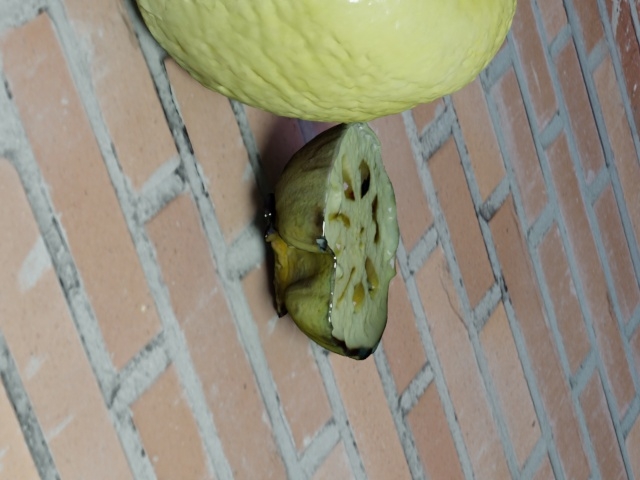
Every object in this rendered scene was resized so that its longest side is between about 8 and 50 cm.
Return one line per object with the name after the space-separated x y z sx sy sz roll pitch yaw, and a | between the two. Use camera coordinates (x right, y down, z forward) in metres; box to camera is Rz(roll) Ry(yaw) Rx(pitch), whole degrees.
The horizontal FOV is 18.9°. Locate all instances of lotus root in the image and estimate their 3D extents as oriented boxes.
0.001 0.001 1.498 0.203 0.078 0.183 45 48 -68 | lotus root

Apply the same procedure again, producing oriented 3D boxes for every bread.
0.008 -0.234 1.401 0.320 0.237 0.320 24 63 -60 | bread
